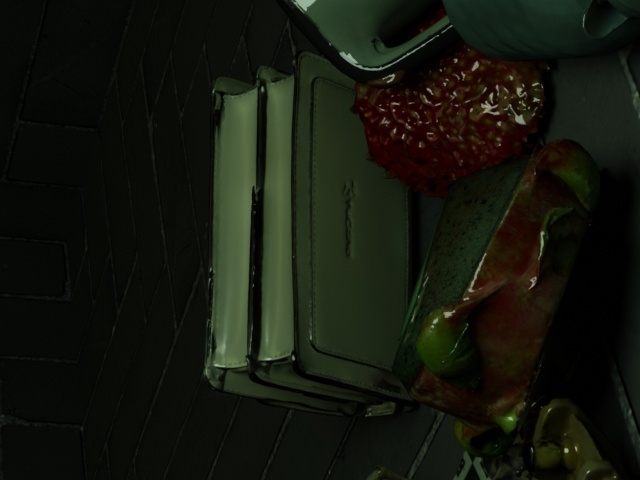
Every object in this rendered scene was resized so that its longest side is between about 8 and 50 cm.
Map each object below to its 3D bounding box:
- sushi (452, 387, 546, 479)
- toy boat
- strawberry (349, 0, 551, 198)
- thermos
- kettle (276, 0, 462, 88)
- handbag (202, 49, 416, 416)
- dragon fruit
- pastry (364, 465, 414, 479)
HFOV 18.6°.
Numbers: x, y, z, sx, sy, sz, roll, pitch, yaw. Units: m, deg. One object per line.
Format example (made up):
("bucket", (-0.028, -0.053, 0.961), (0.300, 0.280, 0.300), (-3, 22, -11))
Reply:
("sushi", (0.188, 0.236, 1.787), (0.193, 0.040, 0.210), (-123, 44, -54))
("toy boat", (0.159, 0.344, 1.647), (0.136, 0.162, 0.445), (-118, 37, -56))
("strawberry", (0.119, -0.166, 1.962), (0.306, 0.137, 0.233), (166, 110, -73))
("thermos", (0.227, -0.237, 1.661), (0.182, 0.145, 0.286), (-52, 18, -10))
("kettle", (0.081, -0.283, 1.903), (0.255, 0.165, 0.240), (-43, 58, 5))
("handbag", (0.000, 0.000, 2.120), (0.160, 0.236, 0.358), (-15, 67, 43))
("dragon fruit", (0.151, 0.045, 1.682), (0.268, 0.130, 0.295), (-69, -2, -79))
("pastry", (0.073, 0.324, 2.029), (0.166, 0.088, 0.166), (-168, 90, -76))
